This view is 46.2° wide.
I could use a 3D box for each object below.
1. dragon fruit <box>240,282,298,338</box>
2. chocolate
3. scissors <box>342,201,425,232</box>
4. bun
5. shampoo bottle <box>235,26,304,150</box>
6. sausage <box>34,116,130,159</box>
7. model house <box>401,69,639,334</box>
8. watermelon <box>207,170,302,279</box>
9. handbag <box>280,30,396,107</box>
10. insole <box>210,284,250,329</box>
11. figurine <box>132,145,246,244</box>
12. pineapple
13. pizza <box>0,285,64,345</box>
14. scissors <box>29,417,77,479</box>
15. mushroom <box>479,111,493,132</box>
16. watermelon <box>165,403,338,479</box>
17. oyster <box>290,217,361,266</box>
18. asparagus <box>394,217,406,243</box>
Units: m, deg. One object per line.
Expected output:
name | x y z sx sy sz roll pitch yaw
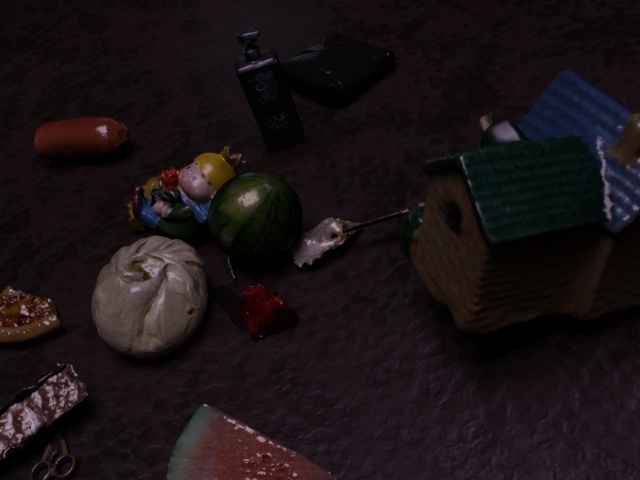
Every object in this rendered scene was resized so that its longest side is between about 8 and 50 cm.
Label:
dragon fruit | -0.109 0.116 1.440 0.097 0.063 0.131 -23 44 -8
chocolate | -0.570 0.357 1.365 0.329 0.065 0.102 -38 58 -10
scissors | 0.193 -0.065 1.471 0.318 0.160 0.024 -17 86 7
bun | -0.347 0.098 1.481 0.259 0.160 0.259 -12 45 13
shampoo bottle | -0.126 -0.350 1.727 0.098 0.309 0.071 -14 43 8
sausage | -0.621 -0.269 1.976 0.259 0.113 0.113 -1 47 20
model house | 0.353 -0.076 1.201 0.382 0.342 0.334 -14 42 -19
watermelon | -0.138 -0.040 1.530 0.188 0.214 0.188 24 35 -19
handbag | 0.038 -0.458 1.940 0.223 0.080 0.247 -40 48 -20
insole | -0.171 0.132 1.493 0.053 0.002 0.153 -39 47 -19
figurine | -0.282 -0.117 1.599 0.234 0.185 0.127 -53 15 24
pineapple | -0.338 -0.111 1.738 0.233 0.079 0.135 -16 42 4
pizza | -0.658 0.163 1.602 0.271 0.056 0.134 10 60 27
scissors | -0.484 0.348 1.386 0.088 0.017 0.220 -18 43 5
mushroom | 0.380 -0.229 1.611 0.060 0.061 0.187 -24 40 4
watermelon | -0.105 0.379 1.155 0.257 0.139 0.193 9 46 15
oyster | 0.000 0.000 1.530 0.122 0.045 0.146 17 62 28
asparagus | 0.246 0.042 1.381 0.080 0.080 0.287 -32 42 -12
